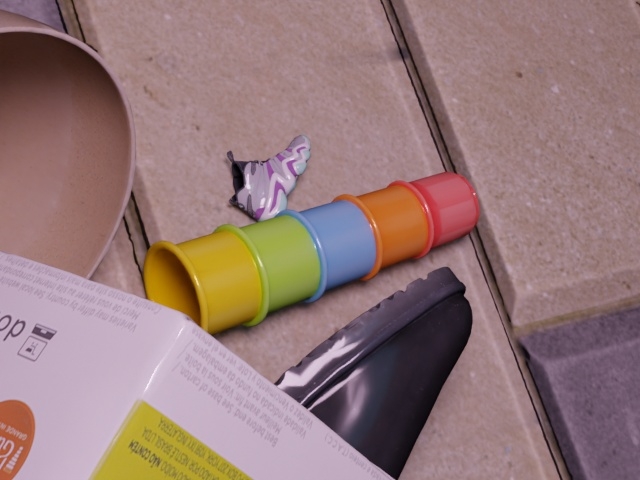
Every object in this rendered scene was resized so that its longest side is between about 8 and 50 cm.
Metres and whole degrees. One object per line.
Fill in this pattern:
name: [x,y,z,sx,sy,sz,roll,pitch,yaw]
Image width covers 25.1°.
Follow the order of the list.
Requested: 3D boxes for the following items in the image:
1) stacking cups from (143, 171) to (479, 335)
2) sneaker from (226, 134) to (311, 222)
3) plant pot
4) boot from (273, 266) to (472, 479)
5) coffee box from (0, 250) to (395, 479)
stacking cups: [0.000,0.000,1.262,0.316,0.096,0.096,-21,79,-34]
sneaker: [-0.052,-0.067,1.292,0.069,0.038,0.098,29,59,-12]
plant pot: [-0.306,-0.060,1.063,0.284,0.284,0.191,-33,50,-32]
boot: [0.101,0.291,1.136,0.367,0.146,0.445,-37,81,-20]
coffee box: [-0.153,0.228,0.801,0.338,0.338,0.334,43,70,-39]
